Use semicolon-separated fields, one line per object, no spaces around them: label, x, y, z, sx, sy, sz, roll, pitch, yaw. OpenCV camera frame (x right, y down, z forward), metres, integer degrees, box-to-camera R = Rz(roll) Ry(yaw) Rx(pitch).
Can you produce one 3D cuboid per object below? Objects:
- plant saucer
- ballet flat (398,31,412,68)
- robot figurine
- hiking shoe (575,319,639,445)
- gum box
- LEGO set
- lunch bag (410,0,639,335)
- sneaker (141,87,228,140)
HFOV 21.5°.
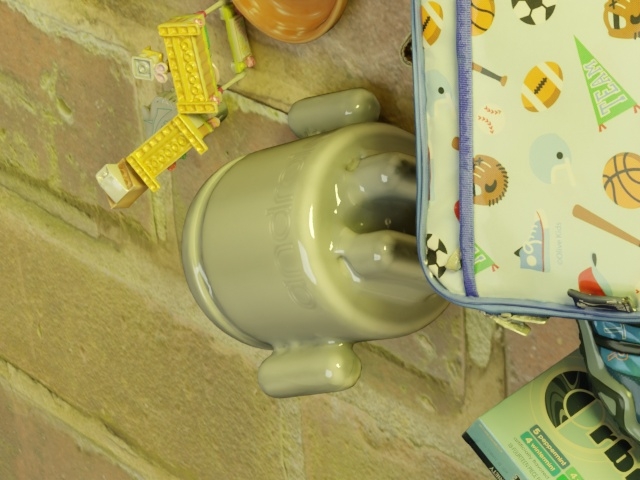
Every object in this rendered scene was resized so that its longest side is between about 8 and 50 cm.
plant saucer;-0.036;-0.286;1.596;0.200;0.037;0.200;31;135;37
ballet flat;0.128;-0.181;1.447;0.168;0.052;0.057;-26;91;55
robot figurine;0.000;0.000;1.606;0.353;0.200;0.300;-12;65;54
hiking shoe;0.275;0.063;1.379;0.304;0.113;0.132;54;145;10
gum box;0.238;0.177;1.442;0.157;0.184;0.041;51;144;14
LEGO set;-0.140;-0.154;1.727;0.132;0.107;0.287;23;125;17
lunch bag;0.172;-0.083;1.206;0.243;0.115;0.303;6;102;34
sneaker;-0.155;-0.137;1.834;0.152;0.054;0.061;-16;97;55
